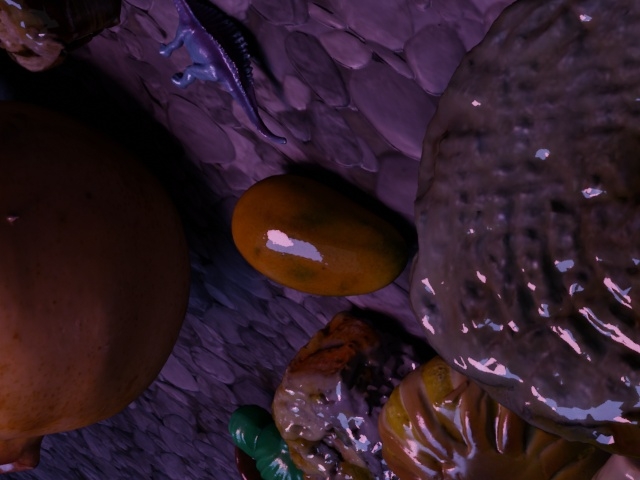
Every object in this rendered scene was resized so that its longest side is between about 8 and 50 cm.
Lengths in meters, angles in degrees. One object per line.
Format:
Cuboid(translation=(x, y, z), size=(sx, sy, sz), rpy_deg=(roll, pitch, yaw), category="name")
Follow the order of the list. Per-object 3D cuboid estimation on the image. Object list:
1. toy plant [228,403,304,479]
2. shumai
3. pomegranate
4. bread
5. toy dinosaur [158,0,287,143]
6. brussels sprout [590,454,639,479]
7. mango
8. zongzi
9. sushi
Cuboid(translation=(-0.048, 0.254, 1.699), size=(0.143, 0.105, 0.200), rpy_deg=(38, 158, 16), category="toy plant")
Cuboid(translation=(0.238, -0.018, 0.835), size=(0.309, 0.304, 0.263), rpy_deg=(21, -178, 33), category="shumai")
Cuboid(translation=(-0.338, 0.047, 1.420), size=(0.416, 0.416, 0.417), rpy_deg=(32, 153, 19), category="pomegranate")
Cuboid(translation=(0.151, 0.188, 1.243), size=(0.213, 0.105, 0.213), rpy_deg=(5, 131, 6), category="bread")
Cuboid(translation=(-0.094, -0.157, 1.183), size=(0.197, 0.045, 0.080), rpy_deg=(55, 150, -7), category="toy dinosaur")
Cuboid(translation=(0.298, 0.248, 1.082), size=(0.244, 0.244, 0.244), rpy_deg=(32, 153, 19), category="brussels sprout")
Cuboid(translation=(-0.002, 0.002, 1.259), size=(0.163, 0.089, 0.111), rpy_deg=(28, 152, 9), category="mango")
Cuboid(translation=(-0.315, -0.281, 1.188), size=(0.288, 0.134, 0.286), rpy_deg=(8, 134, 50), category="zongzi")
Cuboid(translation=(0.062, 0.204, 1.429), size=(0.184, 0.139, 0.274), rpy_deg=(22, 147, 35), category="sushi")
